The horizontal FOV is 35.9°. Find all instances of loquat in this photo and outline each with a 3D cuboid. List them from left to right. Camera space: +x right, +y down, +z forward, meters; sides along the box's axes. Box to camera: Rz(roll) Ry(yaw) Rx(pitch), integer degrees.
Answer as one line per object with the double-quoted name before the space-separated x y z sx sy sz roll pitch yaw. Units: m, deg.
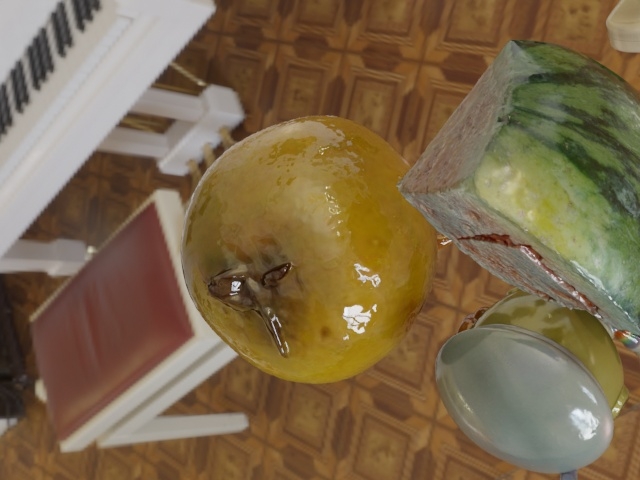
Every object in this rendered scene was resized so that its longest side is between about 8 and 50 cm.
"loquat" 0.000 0.000 1.241 0.328 0.359 0.328 13 115 29

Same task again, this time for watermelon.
"watermelon" 0.214 -0.051 0.946 0.201 0.213 0.262 -31 29 51

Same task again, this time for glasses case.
"glasses case" 0.466 -0.332 1.368 0.083 0.050 0.196 14 52 37

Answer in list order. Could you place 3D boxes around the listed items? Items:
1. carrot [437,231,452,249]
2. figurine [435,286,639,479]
"carrot" 0.118 0.022 1.712 0.247 0.043 0.043 -15 74 14
"figurine" 0.305 0.091 1.166 0.224 0.205 0.382 36 83 15
